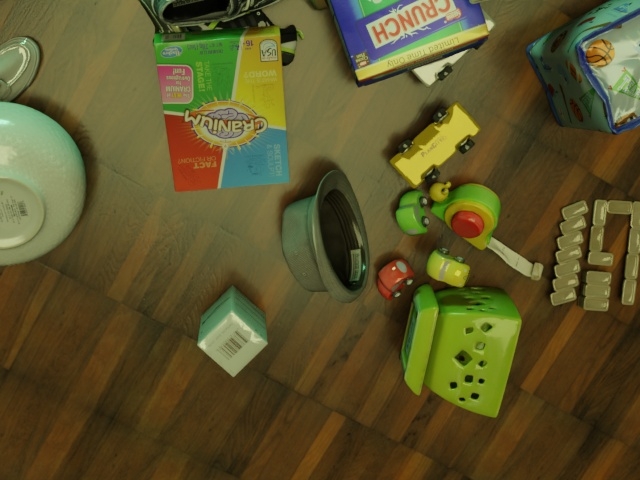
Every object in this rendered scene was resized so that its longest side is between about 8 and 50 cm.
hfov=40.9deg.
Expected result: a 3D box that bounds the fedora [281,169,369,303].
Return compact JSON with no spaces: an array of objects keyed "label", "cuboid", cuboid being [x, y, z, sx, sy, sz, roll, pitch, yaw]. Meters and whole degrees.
[{"label":"fedora","cuboid":[0.000,0.000,1.779,0.124,0.244,0.275,-9,116,27]}]

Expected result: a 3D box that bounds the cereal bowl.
[{"label":"cereal bowl","cuboid":[-0.620,-0.087,1.660,0.339,0.141,0.339,-9,123,-13]}]

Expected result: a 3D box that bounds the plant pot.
[{"label":"plant pot","cuboid":[0.287,0.219,1.838,0.207,0.227,0.228,10,103,-1]}]

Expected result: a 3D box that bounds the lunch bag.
[{"label":"lunch bag","cuboid":[0.642,-0.391,1.667,0.385,0.328,0.239,-27,103,3]}]

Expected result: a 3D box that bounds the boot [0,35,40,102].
[{"label":"boot","cuboid":[-0.651,-0.291,1.673,0.095,0.123,0.258,41,97,-13]}]

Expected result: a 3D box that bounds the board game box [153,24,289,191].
[{"label":"board game box","cuboid":[-0.189,-0.258,1.709,0.242,0.064,0.317,-6,121,-4]}]

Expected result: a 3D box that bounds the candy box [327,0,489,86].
[{"label":"candy box","cuboid":[0.145,-0.491,1.661,0.268,0.122,0.317,-19,93,6]}]

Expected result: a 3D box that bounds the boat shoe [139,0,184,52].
[{"label":"boat shoe","cuboid":[-0.297,-0.388,1.706,0.073,0.080,0.223,-37,108,-1]}]

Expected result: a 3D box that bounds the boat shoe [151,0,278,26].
[{"label":"boat shoe","cuboid":[-0.165,-0.467,1.614,0.301,0.102,0.108,-15,127,-11]}]

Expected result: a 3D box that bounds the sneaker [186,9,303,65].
[{"label":"sneaker","cuboid":[-0.151,-0.423,1.719,0.234,0.084,0.097,14,92,-15]}]

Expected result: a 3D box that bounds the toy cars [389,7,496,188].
[{"label":"toy cars","cuboid":[0.250,-0.301,1.777,0.176,0.087,0.394,8,98,5]}]

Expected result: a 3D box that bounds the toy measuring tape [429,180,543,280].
[{"label":"toy measuring tape","cuboid":[0.373,-0.030,1.832,0.330,0.121,0.121,34,98,-13]}]

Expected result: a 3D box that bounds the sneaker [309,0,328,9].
[{"label":"sneaker","cuboid":[-0.058,-0.539,1.706,0.086,0.064,0.192,-20,108,13]}]

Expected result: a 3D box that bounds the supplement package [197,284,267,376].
[{"label":"supplement package","cuboid":[-0.183,0.186,1.802,0.105,0.179,0.105,43,96,-13]}]

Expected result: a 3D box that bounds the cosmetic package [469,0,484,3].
[{"label":"cosmetic package","cuboid":[0.387,-0.559,1.621,0.309,0.113,0.160,-30,109,-41]}]

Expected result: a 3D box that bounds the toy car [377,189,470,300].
[{"label":"toy car","cuboid":[0.195,0.003,1.817,0.053,0.239,0.225,2,78,-47]}]

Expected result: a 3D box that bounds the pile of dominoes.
[{"label":"pile of dominoes","cuboid":[0.614,0.030,1.925,0.196,0.040,0.251,4,95,-6]}]
